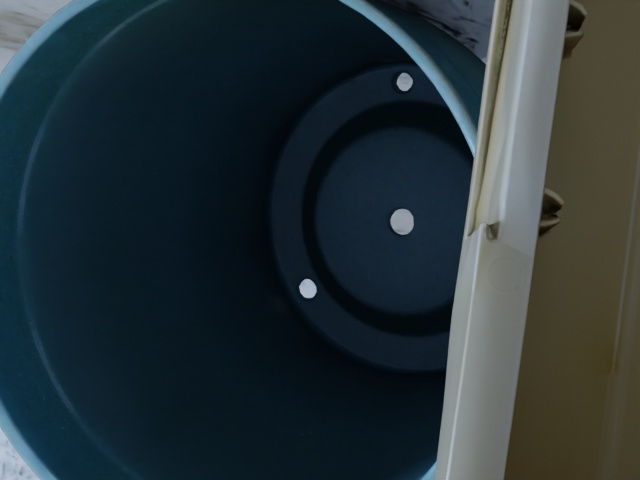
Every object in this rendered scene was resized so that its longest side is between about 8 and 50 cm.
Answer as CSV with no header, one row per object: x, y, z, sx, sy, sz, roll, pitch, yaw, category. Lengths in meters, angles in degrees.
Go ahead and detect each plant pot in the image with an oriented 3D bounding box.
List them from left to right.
0.000,0.000,0.975,0.271,0.272,0.255,5,-173,22,plant pot

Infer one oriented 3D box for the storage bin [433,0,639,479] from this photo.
0.167,-0.032,0.394,0.260,0.262,0.123,8,176,1,storage bin
